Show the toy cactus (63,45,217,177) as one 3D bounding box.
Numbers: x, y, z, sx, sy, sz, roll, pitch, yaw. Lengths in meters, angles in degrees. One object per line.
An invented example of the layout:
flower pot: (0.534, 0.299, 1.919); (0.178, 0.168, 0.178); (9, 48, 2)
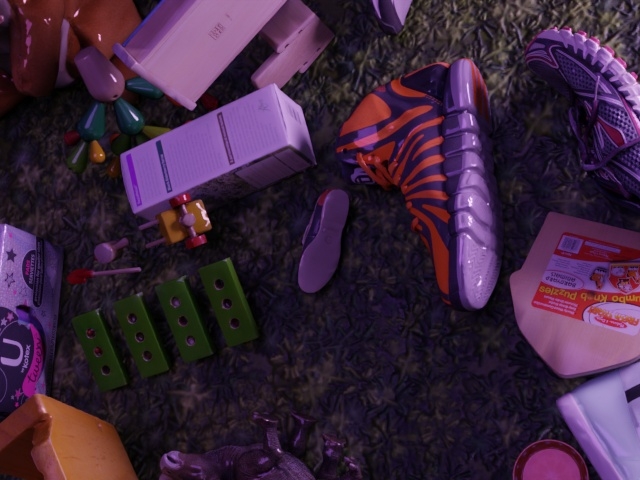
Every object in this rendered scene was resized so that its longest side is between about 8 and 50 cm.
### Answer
toy cactus: (-0.266, -0.186, 1.420); (0.219, 0.180, 0.112); (-28, 33, 6)

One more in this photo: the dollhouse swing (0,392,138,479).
dollhouse swing: (-0.339, 0.423, 1.232); (0.305, 0.315, 0.346); (-29, 67, 2)

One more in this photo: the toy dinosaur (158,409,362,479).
toy dinosaur: (-0.032, 0.300, 1.233); (0.314, 0.121, 0.160); (25, 98, 22)

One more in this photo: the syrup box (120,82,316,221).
syrup box: (-0.136, -0.106, 1.381); (0.237, 0.093, 0.096); (-22, 69, 17)

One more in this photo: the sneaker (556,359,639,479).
sneaker: (0.372, 0.234, 1.074); (0.151, 0.094, 0.255); (-33, 67, 8)

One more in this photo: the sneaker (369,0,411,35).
sneaker: (0.129, -0.392, 1.346); (0.108, 0.100, 0.271); (15, 82, 21)

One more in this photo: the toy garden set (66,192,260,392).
toy garden set: (-0.215, 0.065, 1.370); (0.244, 0.049, 0.203); (-20, 92, 20)

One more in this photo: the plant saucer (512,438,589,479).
plant saucer: (0.255, 0.262, 1.159); (0.084, 0.013, 0.083); (-6, 74, 21)

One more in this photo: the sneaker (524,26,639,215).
sneaker: (0.327, -0.121, 1.172); (0.112, 0.121, 0.299); (-40, 65, 6)

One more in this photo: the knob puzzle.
knob puzzle: (0.302, 0.071, 1.165); (0.213, 0.030, 0.213); (-9, 55, 14)

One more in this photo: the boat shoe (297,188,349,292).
boat shoe: (0.000, 0.000, 1.324); (0.043, 0.049, 0.137); (3, 76, 67)

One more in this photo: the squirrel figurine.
squirrel figurine: (-0.428, -0.388, 1.425); (0.281, 0.370, 0.396); (7, 78, 26)

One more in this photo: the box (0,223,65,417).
box: (-0.463, 0.114, 1.432); (0.164, 0.142, 0.247); (-4, 75, 22)

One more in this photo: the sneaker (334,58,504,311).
sneaker: (0.115, -0.057, 1.260); (0.180, 0.124, 0.321); (-11, 61, 24)

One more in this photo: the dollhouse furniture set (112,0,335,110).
dollhouse furniture set: (-0.193, -0.336, 1.366); (0.198, 0.286, 0.303); (-46, 61, 7)
